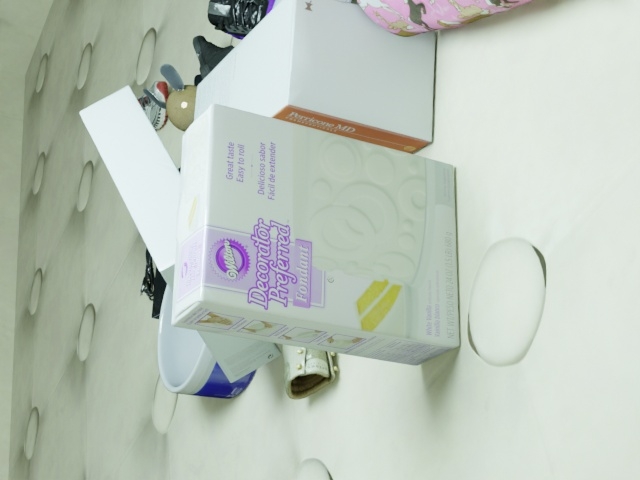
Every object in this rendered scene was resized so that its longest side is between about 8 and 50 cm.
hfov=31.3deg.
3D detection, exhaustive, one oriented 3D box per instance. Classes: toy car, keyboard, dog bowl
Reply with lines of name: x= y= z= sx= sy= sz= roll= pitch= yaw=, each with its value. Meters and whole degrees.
toy car: x=-0.220 y=-0.243 z=2.043 sx=0.155 sy=0.188 sz=0.149 roll=-41 pitch=24 yaw=47
keyboard: x=-0.313 y=0.009 z=2.349 sx=0.201 sy=0.033 sz=0.317 roll=-25 pitch=56 yaw=52
dog bowl: x=-0.183 y=0.132 z=1.929 sx=0.265 sy=0.104 sz=0.265 roll=-37 pitch=47 yaw=55

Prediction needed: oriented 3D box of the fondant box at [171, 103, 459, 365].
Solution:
fondant box: x=0.000 y=0.000 z=1.332 sx=0.096 sy=0.330 sz=0.238 roll=-35 pitch=49 yaw=56

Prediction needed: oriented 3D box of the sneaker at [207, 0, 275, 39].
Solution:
sneaker: x=-0.122 y=-0.383 z=1.982 sx=0.293 sy=0.146 sz=0.102 roll=35 pitch=111 yaw=64

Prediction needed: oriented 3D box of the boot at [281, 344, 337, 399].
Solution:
boot: x=-0.007 y=0.111 z=1.598 sx=0.213 sy=0.077 sz=0.165 roll=121 pitch=151 yaw=-49

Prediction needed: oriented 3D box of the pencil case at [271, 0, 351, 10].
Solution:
pencil case: x=-0.010 y=-0.357 z=1.776 sx=0.124 sy=0.113 sz=0.273 roll=41 pitch=118 yaw=35

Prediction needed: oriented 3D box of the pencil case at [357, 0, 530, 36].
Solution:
pencil case: x=0.178 y=-0.345 z=1.322 sx=0.160 sy=0.167 sz=0.386 roll=-43 pitch=18 yaw=-17

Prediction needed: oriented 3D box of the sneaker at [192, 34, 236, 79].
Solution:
sneaker: x=-0.186 y=-0.344 z=2.170 sx=0.089 sy=0.051 sz=0.170 roll=-24 pitch=47 yaw=8

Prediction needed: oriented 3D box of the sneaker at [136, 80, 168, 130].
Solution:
sneaker: x=-0.409 y=-0.287 z=2.611 sx=0.225 sy=0.092 sz=0.088 roll=-46 pitch=39 yaw=48

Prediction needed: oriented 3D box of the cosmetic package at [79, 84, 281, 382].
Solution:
cosmetic package: x=-0.209 y=-0.012 z=1.690 sx=0.377 sy=0.097 sz=0.284 roll=56 pitch=171 yaw=42

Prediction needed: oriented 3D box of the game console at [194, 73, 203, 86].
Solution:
game console: x=-0.193 y=-0.282 z=2.183 sx=0.071 sy=0.107 sz=0.122 roll=88 pitch=-178 yaw=-64

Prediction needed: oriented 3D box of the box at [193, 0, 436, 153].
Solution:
box: x=-0.021 y=-0.181 z=1.597 sx=0.345 sy=0.214 sz=0.168 roll=-29 pitch=53 yaw=59
